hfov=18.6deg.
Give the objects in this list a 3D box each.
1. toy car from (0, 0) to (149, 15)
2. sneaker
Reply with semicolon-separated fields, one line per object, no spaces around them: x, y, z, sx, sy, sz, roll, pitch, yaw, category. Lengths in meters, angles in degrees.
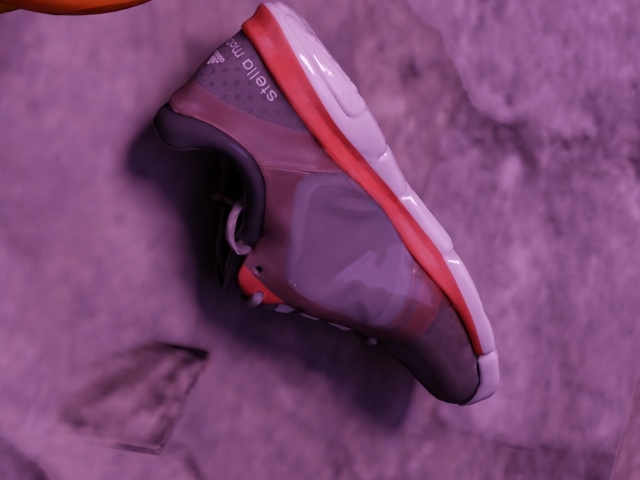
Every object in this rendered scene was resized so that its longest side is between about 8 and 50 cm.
-0.079;-0.128;0.421;0.159;0.136;0.182;-43;125;-27;toy car
0.000;0.000;0.591;0.065;0.061;0.158;-34;124;0;sneaker
